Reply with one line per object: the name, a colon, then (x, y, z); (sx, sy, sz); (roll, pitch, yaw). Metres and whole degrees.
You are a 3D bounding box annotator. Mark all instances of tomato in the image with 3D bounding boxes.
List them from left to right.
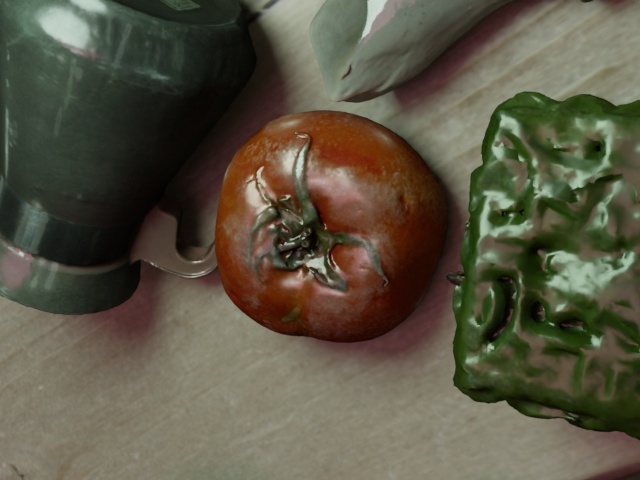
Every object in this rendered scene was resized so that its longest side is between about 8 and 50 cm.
tomato: (0.000, 0.000, 0.891); (0.237, 0.095, 0.236); (4, 111, 11)

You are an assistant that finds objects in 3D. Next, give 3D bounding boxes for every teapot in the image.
teapot: (-0.207, -0.107, 0.966); (0.300, 0.253, 0.344); (23, 120, -7)

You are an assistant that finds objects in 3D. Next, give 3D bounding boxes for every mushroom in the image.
mushroom: (0.116, -0.218, 0.825); (0.270, 0.103, 0.118); (-23, 87, 25)

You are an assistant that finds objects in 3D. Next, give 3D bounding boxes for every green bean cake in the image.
green bean cake: (0.238, 0.020, 0.740); (0.247, 0.156, 0.249); (11, 95, 18)

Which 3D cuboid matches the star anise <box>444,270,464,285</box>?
star anise: (0.187, 0.042, 0.859); (0.141, 0.042, 0.141); (1, 92, 19)
